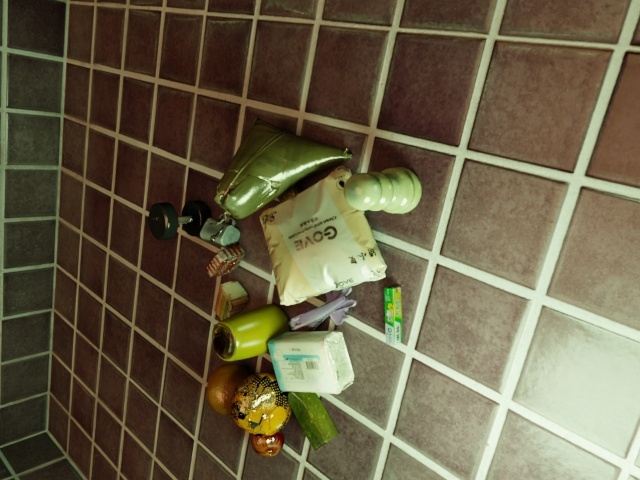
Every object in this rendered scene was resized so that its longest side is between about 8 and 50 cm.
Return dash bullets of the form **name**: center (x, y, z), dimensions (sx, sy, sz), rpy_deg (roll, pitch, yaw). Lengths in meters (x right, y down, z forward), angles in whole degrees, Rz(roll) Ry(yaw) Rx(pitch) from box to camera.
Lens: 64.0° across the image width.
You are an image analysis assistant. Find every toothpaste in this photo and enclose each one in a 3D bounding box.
- **toothpaste**: center (0.226, 0.230, 1.584), dimensions (0.037, 0.043, 0.179), rpy_deg (2, 96, 37)

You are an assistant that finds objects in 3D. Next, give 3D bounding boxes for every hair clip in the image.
- **hair clip**: center (0.018, 0.230, 1.742), dimensions (0.278, 0.090, 0.137), rpy_deg (-30, 63, 31)

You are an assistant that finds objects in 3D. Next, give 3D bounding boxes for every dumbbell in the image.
- **dumbbell**: center (-0.583, -0.086, 2.120), dimensions (0.152, 0.218, 0.153), rpy_deg (6, 100, 40)

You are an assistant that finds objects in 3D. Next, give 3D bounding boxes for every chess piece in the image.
- **chess piece**: center (0.162, -0.140, 1.457), dimensions (0.144, 0.251, 0.145), rpy_deg (6, 100, 40)

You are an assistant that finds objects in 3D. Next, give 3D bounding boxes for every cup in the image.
- **cup**: center (-0.394, -0.040, 2.050), dimensions (0.129, 0.095, 0.128), rpy_deg (17, 74, 34)

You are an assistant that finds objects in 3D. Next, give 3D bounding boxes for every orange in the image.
- **orange**: center (-0.216, 0.600, 1.889), dimensions (0.182, 0.234, 0.235), rpy_deg (-145, 57, -71)
- **orange**: center (-0.356, 0.589, 2.026), dimensions (0.206, 0.206, 0.206), rpy_deg (6, 99, 40)

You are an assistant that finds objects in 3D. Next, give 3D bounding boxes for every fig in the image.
- **fig**: center (-0.195, 0.760, 1.971), dimensions (0.128, 0.150, 0.129), rpy_deg (7, 111, 18)

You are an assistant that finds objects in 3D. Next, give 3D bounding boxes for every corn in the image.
- **corn**: center (-0.130, -0.197, 1.821), dimensions (0.085, 0.063, 0.165), rpy_deg (-37, 68, 29)

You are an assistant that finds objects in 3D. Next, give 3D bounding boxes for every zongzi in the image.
- **zongzi**: center (-0.161, -0.172, 1.667), dimensions (0.417, 0.181, 0.447), rpy_deg (18, 70, 25)

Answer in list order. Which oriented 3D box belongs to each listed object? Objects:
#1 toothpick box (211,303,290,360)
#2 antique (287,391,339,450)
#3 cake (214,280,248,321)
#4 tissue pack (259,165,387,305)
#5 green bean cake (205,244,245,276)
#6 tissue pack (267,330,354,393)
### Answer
- **toothpick box**: center (-0.257, 0.337, 1.856), dimensions (0.174, 0.271, 0.175), rpy_deg (5, 98, 40)
- **antique**: center (-0.033, 0.619, 1.824), dimensions (0.080, 0.081, 0.221), rpy_deg (-46, 66, 33)
- **cake**: center (-0.366, 0.260, 2.095), dimensions (0.109, 0.090, 0.225), rpy_deg (51, 143, 21)
- **tissue pack**: center (0.000, 0.000, 1.658), dimensions (0.375, 0.195, 0.390), rpy_deg (-26, 74, 22)
- **green bean cake**: center (-0.372, 0.084, 2.015), dimensions (0.056, 0.135, 0.135), rpy_deg (50, 127, 16)
- **tissue pack**: center (-0.036, 0.415, 1.762), dimensions (0.271, 0.124, 0.202), rpy_deg (-10, 102, 39)
